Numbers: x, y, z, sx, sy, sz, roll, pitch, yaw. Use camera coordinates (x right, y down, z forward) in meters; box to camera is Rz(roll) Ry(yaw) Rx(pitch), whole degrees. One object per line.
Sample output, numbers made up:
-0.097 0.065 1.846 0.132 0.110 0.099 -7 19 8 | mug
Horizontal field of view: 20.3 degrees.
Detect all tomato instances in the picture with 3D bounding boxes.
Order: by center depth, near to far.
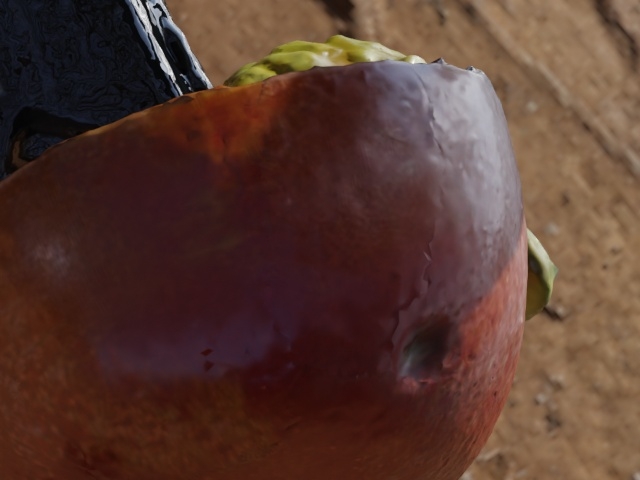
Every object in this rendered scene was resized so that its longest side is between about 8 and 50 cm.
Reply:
-0.030 0.075 0.858 0.338 0.338 0.144 6 47 -35 | tomato

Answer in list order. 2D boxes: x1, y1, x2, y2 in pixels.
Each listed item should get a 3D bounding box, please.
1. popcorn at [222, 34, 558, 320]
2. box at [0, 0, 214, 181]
0.004 -0.005 1.266 0.335 0.274 0.279 -56 144 -48 | popcorn
-0.256 -0.080 0.985 0.359 0.091 0.350 -28 78 0 | box
